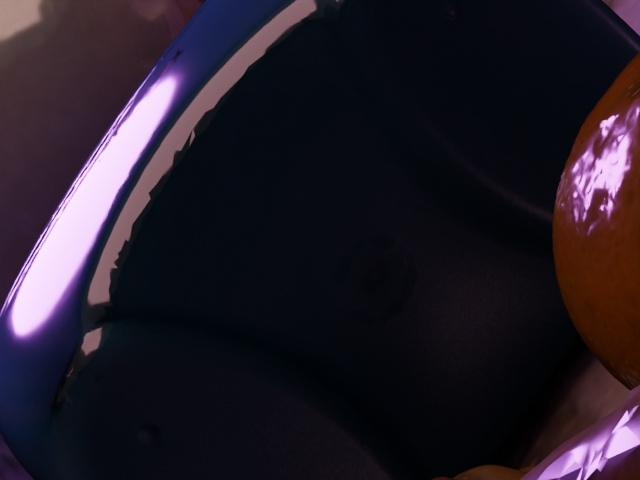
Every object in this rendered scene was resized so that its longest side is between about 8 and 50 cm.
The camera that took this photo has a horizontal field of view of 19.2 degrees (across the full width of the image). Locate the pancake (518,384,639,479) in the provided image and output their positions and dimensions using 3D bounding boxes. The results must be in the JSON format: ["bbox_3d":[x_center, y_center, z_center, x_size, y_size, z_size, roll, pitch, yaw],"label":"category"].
[{"bbox_3d":[0.050,0.165,0.369,0.356,0.065,0.356,-46,22,25],"label":"pancake"}]

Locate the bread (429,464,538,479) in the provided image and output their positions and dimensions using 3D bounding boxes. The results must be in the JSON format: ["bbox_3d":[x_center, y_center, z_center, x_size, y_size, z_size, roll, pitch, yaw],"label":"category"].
[{"bbox_3d":[0.057,0.136,0.599,0.116,0.077,0.200,-62,16,2],"label":"bread"}]

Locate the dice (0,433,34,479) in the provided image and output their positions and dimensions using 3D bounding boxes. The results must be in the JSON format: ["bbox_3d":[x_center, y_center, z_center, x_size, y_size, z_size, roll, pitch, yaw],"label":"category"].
[{"bbox_3d":[-0.266,0.228,0.811,0.328,0.348,0.330,-52,18,2],"label":"dice"}]

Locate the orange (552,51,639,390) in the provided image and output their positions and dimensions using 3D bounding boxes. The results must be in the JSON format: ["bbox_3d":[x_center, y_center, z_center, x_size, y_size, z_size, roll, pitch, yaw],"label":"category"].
[{"bbox_3d":[0.140,-0.015,0.567,0.156,0.124,0.156,-49,21,25],"label":"orange"}]

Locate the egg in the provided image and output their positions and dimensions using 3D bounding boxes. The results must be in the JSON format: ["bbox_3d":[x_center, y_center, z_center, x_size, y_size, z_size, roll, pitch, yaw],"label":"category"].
[{"bbox_3d":[-0.165,-0.068,1.215,0.336,0.278,0.278,-35,25,35],"label":"egg"}]

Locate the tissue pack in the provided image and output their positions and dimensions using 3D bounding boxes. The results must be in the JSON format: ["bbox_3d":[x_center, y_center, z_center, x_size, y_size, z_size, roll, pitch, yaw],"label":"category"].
[{"bbox_3d":[0.000,0.000,0.784,0.287,0.198,0.206,-56,17,0],"label":"tissue pack"}]
